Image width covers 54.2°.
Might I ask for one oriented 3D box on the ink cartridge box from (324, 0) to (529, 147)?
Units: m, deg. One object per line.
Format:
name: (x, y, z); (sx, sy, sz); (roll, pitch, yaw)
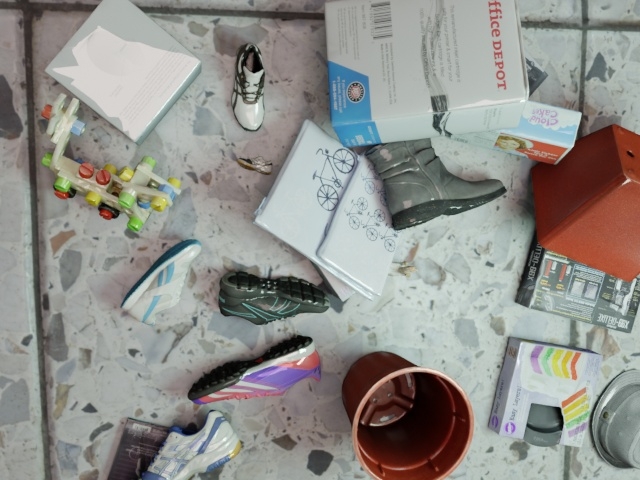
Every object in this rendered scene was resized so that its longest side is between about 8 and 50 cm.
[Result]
ink cartridge box: (0.221, -0.375, 1.343); (0.395, 0.166, 0.285); (-5, 79, 11)

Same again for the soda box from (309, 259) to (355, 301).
soda box: (0.000, 0.000, 1.466); (0.091, 0.098, 0.286); (-35, 101, -7)

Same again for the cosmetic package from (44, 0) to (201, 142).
cosmetic package: (-0.410, -0.360, 1.334); (0.225, 0.138, 0.224); (40, 87, -10)

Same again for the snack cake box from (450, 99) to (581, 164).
snack cake box: (0.443, -0.264, 1.451); (0.265, 0.152, 0.089); (16, 83, 9)

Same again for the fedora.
fedora: (0.862, 0.495, 1.663); (0.244, 0.124, 0.275); (33, 89, -12)

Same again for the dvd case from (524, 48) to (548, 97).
dvd case: (0.424, -0.425, 1.541); (0.239, 0.029, 0.179); (42, 87, -11)

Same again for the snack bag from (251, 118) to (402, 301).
snack bag: (0.046, -0.082, 1.410); (0.343, 0.037, 0.323); (34, 59, -18)

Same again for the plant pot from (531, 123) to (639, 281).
plant pot: (0.682, -0.106, 1.455); (0.267, 0.235, 0.267); (20, 50, -12)

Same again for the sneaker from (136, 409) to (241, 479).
sneaker: (-0.337, 0.500, 1.445); (0.297, 0.112, 0.130); (-28, 83, -10)

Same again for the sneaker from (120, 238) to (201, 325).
sneaker: (-0.346, 0.091, 1.423); (0.228, 0.087, 0.092); (-46, 108, 4)

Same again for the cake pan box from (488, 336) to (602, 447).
cake pan box: (0.586, 0.399, 1.632); (0.246, 0.070, 0.266); (13, 93, -9)

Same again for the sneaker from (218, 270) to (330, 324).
sneaker: (-0.111, 0.143, 1.475); (0.268, 0.101, 0.106); (10, 115, -12)

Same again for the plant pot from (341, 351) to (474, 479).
plant pot: (0.173, 0.388, 1.451); (0.273, 0.265, 0.272); (-1, 96, -11)

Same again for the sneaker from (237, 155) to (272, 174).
sneaker: (-0.152, -0.181, 1.459); (0.083, 0.032, 0.036); (17, 78, -17)

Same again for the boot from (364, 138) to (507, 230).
boot: (0.283, -0.168, 1.483); (0.338, 0.118, 0.222); (-15, 83, -30)

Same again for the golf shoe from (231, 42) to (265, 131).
golf shoe: (-0.162, -0.344, 1.407); (0.077, 0.094, 0.198); (-5, 98, -11)

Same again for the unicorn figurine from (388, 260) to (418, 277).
unicorn figurine: (0.146, 0.059, 1.507); (0.162, 0.111, 0.060); (29, 79, -26)

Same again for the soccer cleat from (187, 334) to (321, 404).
soccer cleat: (-0.150, 0.332, 1.470); (0.318, 0.108, 0.116); (-21, 103, -11)

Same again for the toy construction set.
toy construction set: (-0.458, -0.143, 1.309); (0.328, 0.215, 0.151); (40, 61, -5)

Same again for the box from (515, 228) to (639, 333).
box: (0.685, 0.088, 1.615); (0.308, 0.076, 0.242); (14, 93, -11)

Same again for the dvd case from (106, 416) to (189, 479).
dvd case: (-0.410, 0.544, 1.482); (0.165, 0.018, 0.221); (19, 91, -13)
